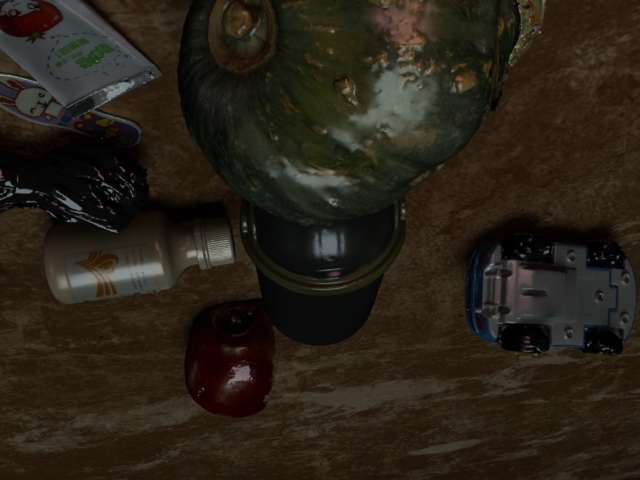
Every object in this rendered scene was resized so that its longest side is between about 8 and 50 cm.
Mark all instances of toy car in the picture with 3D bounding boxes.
[{"bbox_3d":[0.385,0.093,1.345,0.314,0.198,0.166,4,177,-25],"label":"toy car"}]

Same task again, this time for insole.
[{"bbox_3d":[-0.303,-0.151,0.955,0.197,0.004,0.065,20,135,-36],"label":"insole"}]

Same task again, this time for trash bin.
[{"bbox_3d":[0.000,0.000,1.073,0.214,0.214,0.334,-5,149,-8],"label":"trash bin"}]

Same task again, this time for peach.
[{"bbox_3d":[-0.166,0.231,1.423,0.153,0.159,0.267,5,145,-12],"label":"peach"}]

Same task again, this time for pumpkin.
[{"bbox_3d":[0.029,-0.177,0.756,0.257,0.292,0.327,-2,161,-46],"label":"pumpkin"}]

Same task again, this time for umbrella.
[{"bbox_3d":[-0.381,-0.073,0.973,0.339,0.118,0.118,3,144,-9],"label":"umbrella"}]

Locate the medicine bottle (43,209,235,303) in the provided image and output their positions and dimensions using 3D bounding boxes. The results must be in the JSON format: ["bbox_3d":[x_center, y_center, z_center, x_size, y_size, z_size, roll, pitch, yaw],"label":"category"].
[{"bbox_3d":[-0.246,0.016,1.116,0.252,0.114,0.114,-9,146,-4],"label":"medicine bottle"}]

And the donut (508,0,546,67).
[{"bbox_3d":[0.169,-0.243,0.891,0.174,0.068,0.175,-7,146,-4],"label":"donut"}]

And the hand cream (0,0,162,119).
[{"bbox_3d":[-0.298,-0.233,0.797,0.121,0.076,0.336,-21,151,14],"label":"hand cream"}]
